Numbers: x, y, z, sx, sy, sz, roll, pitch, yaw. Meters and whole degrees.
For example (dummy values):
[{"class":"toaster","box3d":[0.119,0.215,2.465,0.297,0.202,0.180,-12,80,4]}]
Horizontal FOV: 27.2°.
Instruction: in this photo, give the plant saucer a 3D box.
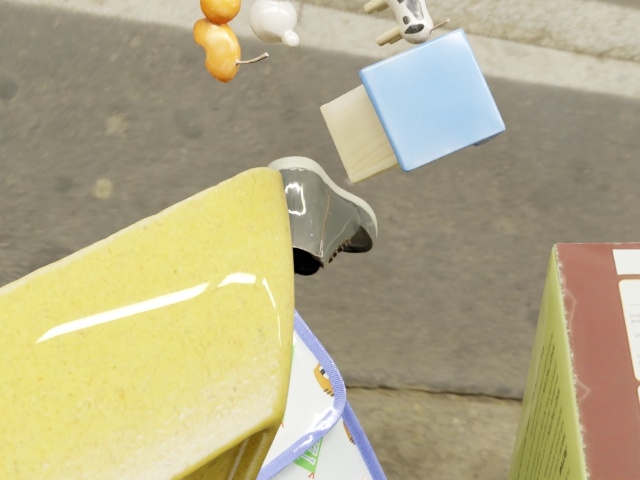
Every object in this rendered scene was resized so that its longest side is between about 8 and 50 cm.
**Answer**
[{"class":"plant saucer","box3d":[-0.148,0.158,0.545,0.333,0.333,0.081,-29,64,-38]}]

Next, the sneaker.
[{"class":"sneaker","box3d":[0.000,0.000,1.536,0.222,0.083,0.118,36,47,-55]}]

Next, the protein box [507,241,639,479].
[{"class":"protein box","box3d":[0.153,0.139,0.497,0.136,0.199,0.201,0,51,1]}]

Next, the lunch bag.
[{"class":"lunch bag","box3d":[-0.123,0.251,1.433,0.328,0.239,0.385,-35,119,-20]}]

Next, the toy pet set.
[{"class":"toy pet set","box3d":[0.020,-0.081,0.513,0.122,0.065,0.114,-22,88,-48]}]
